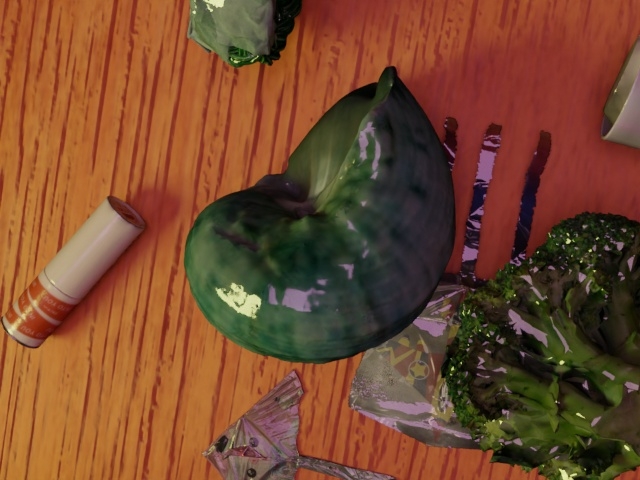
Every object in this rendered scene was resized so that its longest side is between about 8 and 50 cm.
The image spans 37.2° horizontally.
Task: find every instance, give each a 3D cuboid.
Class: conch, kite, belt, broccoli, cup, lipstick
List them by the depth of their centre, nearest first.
[{"bbox_3d":[0.169,0.075,0.608,0.195,0.156,0.196,-1,101,-7],"label":"broccoli"},{"bbox_3d":[0.253,-0.099,0.635,0.116,0.074,0.104,19,69,5],"label":"cup"},{"bbox_3d":[-0.051,-0.196,0.650,0.079,0.121,0.151,16,101,7],"label":"belt"},{"bbox_3d":[-0.001,0.003,0.652,0.202,0.196,0.134,-26,114,29],"label":"conch"},{"bbox_3d":[0.106,0.036,0.693,0.141,0.015,0.245,11,97,7],"label":"kite"},{"bbox_3d":[-0.018,0.166,0.730,0.152,0.005,0.137,1,95,9],"label":"kite"},{"bbox_3d":[-0.191,0.025,0.733,0.038,0.038,0.131,44,100,5],"label":"lipstick"}]
